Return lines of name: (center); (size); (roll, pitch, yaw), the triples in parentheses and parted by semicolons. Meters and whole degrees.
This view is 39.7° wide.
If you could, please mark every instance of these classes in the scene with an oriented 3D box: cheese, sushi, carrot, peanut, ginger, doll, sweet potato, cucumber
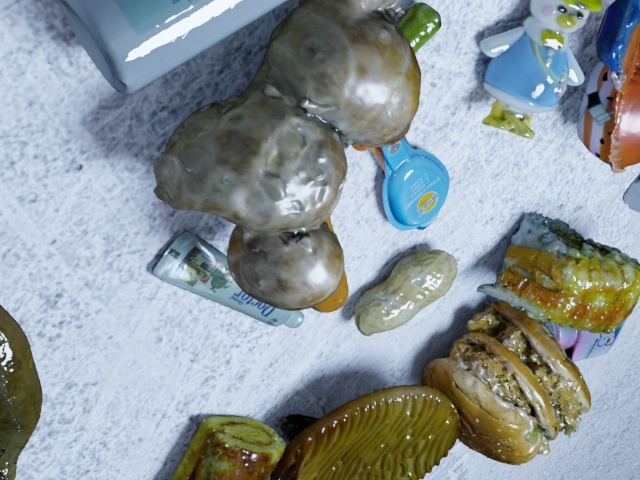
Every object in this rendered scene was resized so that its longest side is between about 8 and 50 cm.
cheese: (0.428, -0.214, 1.217); (0.329, 0.129, 0.216); (43, 66, -60)
sushi: (0.384, 0.053, 1.400); (0.274, 0.184, 0.139); (11, 110, -40)
carrot: (0.000, 0.000, 1.118); (0.061, 0.061, 0.256); (-26, 134, -22)
cheese: (0.108, -0.093, 1.148); (0.106, 0.037, 0.256); (-43, 139, -5)
peanut: (0.120, 0.071, 1.266); (0.174, 0.080, 0.080); (-37, 139, -7)
ginger: (-0.015, -0.116, 0.919); (0.256, 0.176, 0.375); (27, 93, -39)
doll: (0.280, -0.249, 1.118); (0.099, 0.135, 0.241); (-41, 157, -62)
sweet potato: (-0.349, 0.146, 0.915); (0.112, 0.085, 0.285); (-18, 133, -23)
cucumber: (0.028, 0.324, 1.403); (0.067, 0.067, 0.293); (-48, 139, 3)

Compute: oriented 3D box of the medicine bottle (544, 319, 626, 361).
medicine bottle: (0.460, 0.153, 1.610); (0.188, 0.094, 0.119); (-5, 124, -38)

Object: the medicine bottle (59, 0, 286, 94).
medicine bottle: (-0.059, -0.265, 0.800); (0.352, 0.110, 0.110); (-35, 139, -13)

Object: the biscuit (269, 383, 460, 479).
biscuit: (0.072, 0.335, 1.357); (0.318, 0.040, 0.318); (-17, 139, -15)

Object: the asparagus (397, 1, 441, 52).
asparagus: (0.066, -0.199, 1.020); (0.178, 0.041, 0.045); (-46, -175, 1)

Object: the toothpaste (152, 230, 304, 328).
toothpaste: (-0.102, 0.061, 1.099); (0.067, 0.037, 0.255); (-50, 136, 5)

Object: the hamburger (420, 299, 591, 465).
hamburger: (0.305, 0.244, 1.454); (0.211, 0.245, 0.260); (-38, 168, -13)

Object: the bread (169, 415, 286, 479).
bread: (-0.139, 0.336, 1.241); (0.132, 0.103, 0.172); (15, 109, -50)

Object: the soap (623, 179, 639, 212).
soap: (0.655, -0.180, 1.459); (0.258, 0.159, 0.302); (-29, 136, -16)
